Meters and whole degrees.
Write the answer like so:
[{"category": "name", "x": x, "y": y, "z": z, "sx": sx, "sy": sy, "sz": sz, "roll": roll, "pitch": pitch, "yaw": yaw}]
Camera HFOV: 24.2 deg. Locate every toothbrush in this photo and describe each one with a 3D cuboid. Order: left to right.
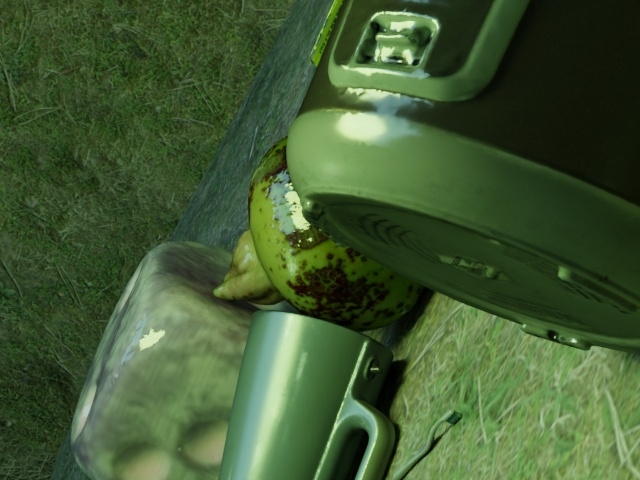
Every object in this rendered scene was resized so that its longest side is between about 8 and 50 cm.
[{"category": "toothbrush", "x": 0.096, "y": 0.193, "z": 1.401, "sx": 0.131, "sy": 0.013, "sz": 0.011, "roll": -56, "pitch": 6, "yaw": 45}]

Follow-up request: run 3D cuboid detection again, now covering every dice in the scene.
[{"category": "dice", "x": -0.137, "y": 0.179, "z": 1.818, "sx": 0.271, "sy": 0.270, "sz": 0.270, "roll": -63, "pitch": 13, "yaw": 17}]

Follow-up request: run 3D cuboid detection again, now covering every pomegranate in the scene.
[{"category": "pomegranate", "x": -0.011, "y": -0.003, "z": 1.630, "sx": 0.204, "sy": 0.276, "sz": 0.222, "roll": 46, "pitch": -148, "yaw": -65}]

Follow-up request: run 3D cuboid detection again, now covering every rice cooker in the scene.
[{"category": "rice cooker", "x": 0.165, "y": -0.119, "z": 0.975, "sx": 0.325, "sy": 0.335, "sz": 0.335, "roll": -67, "pitch": 12, "yaw": -9}]

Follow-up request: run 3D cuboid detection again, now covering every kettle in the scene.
[{"category": "kettle", "x": -0.008, "y": 0.213, "z": 1.559, "sx": 0.210, "sy": 0.160, "sz": 0.243, "roll": 2, "pitch": 70, "yaw": 40}]

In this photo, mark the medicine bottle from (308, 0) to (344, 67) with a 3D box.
[{"category": "medicine bottle", "x": 0.083, "y": -0.271, "z": 2.055, "sx": 0.250, "sy": 0.141, "sz": 0.137, "roll": -114, "pitch": 45, "yaw": -74}]
